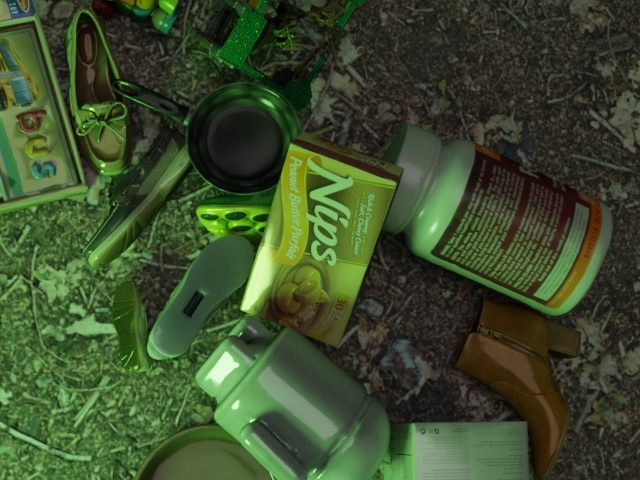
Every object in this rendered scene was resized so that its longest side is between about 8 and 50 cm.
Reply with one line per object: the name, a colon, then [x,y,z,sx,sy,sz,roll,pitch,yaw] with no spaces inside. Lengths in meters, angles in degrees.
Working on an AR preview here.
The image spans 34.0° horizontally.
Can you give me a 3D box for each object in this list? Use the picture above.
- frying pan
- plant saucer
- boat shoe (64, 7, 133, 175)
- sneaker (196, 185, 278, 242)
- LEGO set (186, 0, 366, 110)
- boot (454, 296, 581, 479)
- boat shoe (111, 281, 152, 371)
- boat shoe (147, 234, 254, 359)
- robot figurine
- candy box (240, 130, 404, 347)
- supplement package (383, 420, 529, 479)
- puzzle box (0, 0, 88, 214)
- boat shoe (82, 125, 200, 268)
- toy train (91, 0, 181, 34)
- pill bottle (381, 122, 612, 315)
frying pan: [-0.194,-0.172,1.774,0.326,0.053,0.197,0,80,-3]
plant saucer: [-0.183,0.446,1.745,0.277,0.041,0.278,2,79,-12]
boat shoe: [-0.388,-0.254,1.800,0.104,0.089,0.285,-14,84,-14]
sneaker: [-0.076,-0.082,1.843,0.295,0.109,0.123,-15,57,-10]
LEGO set: [-0.079,-0.412,1.851,0.255,0.192,0.331,15,108,-34]
boot: [0.337,0.260,1.864,0.211,0.104,0.295,15,72,-3]
boat shoe: [-0.314,0.146,1.770,0.056,0.048,0.153,-18,77,31]
boat shoe: [-0.212,0.094,1.778,0.095,0.084,0.258,45,62,-7]
robot figurine: [-0.030,0.282,1.710,0.353,0.200,0.300,40,33,0]
candy box: [0.000,0.000,1.736,0.183,0.087,0.316,21,113,5]
supplement package: [0.223,0.436,1.748,0.199,0.198,0.263,2,79,-12]
puzzle box: [-0.576,-0.242,1.764,0.272,0.052,0.409,-16,85,-19]
boat shoe: [-0.317,-0.077,1.783,0.092,0.103,0.285,37,71,2]
toy train: [-0.297,-0.434,1.773,0.143,0.248,0.105,27,76,-11]
pill bottle: [0.287,-0.042,1.835,0.392,0.224,0.224,24,76,-7]
